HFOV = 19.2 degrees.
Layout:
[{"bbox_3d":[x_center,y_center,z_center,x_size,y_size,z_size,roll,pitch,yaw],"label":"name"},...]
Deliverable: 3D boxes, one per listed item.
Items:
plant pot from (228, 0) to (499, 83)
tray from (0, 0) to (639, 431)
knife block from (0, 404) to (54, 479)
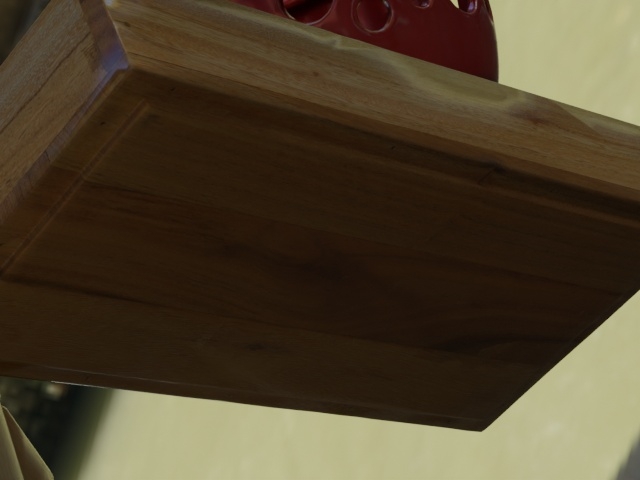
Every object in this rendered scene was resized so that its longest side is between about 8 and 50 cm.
[{"bbox_3d":[0.020,-0.100,1.144,0.191,0.191,0.174,-35,76,60],"label":"plant pot"},{"bbox_3d":[0.000,0.000,0.961,0.203,0.411,0.076,-46,53,30],"label":"tray"},{"bbox_3d":[-0.208,0.130,0.951,0.242,0.088,0.275,67,-170,-54],"label":"knife block"}]
